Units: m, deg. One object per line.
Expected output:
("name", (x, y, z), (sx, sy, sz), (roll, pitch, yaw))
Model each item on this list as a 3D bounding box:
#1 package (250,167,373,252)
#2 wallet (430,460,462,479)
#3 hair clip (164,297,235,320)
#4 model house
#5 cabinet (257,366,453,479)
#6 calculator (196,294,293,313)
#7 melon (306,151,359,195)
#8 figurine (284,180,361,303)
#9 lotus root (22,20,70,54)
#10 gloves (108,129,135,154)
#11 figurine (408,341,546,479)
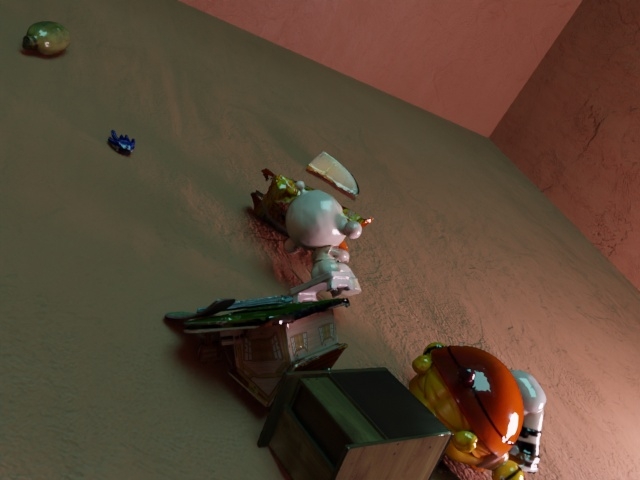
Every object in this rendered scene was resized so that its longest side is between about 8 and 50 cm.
("package", (-0.034, -0.055, 1.515), (0.288, 0.223, 0.108), (24, 64, -7))
("wallet", (0.166, 0.428, 1.039), (0.122, 0.031, 0.232), (40, 25, 27))
("hair clip", (-0.208, 0.122, 1.097), (0.054, 0.137, 0.022), (-2, 78, -60))
("model house", (-0.079, 0.192, 1.107), (0.294, 0.207, 0.154), (-4, 85, -62))
("cabinet", (0.047, 0.306, 0.973), (0.215, 0.148, 0.175), (8, 22, -40))
("calculator", (-0.137, 0.116, 1.144), (0.057, 0.172, 0.018), (8, 74, -72))
("melon", (0.051, -0.205, 2.016), (0.182, 0.054, 0.098), (32, 32, 3))
("figurine", (-0.010, 0.002, 1.365), (0.144, 0.182, 0.257), (-7, 77, -28))
("lotus root", (-0.753, -0.558, 1.752), (0.090, 0.077, 0.183), (28, 24, -4))
("gloves", (-0.479, -0.238, 1.536), (0.064, 0.026, 0.086), (16, 30, -24))
("figurine", (0.293, 0.306, 1.198), (0.323, 0.196, 0.320), (18, 33, -47))
